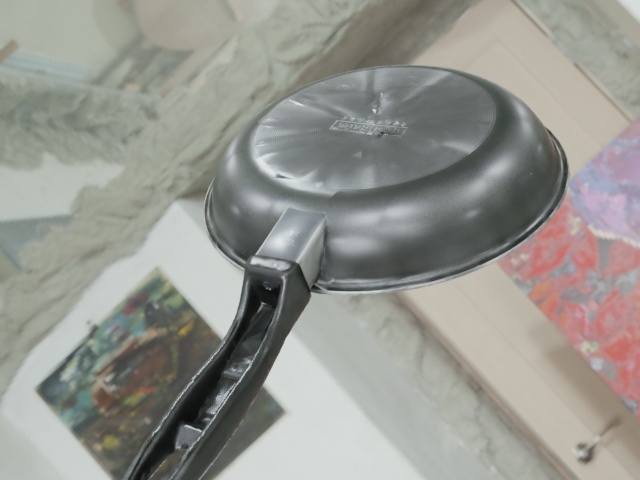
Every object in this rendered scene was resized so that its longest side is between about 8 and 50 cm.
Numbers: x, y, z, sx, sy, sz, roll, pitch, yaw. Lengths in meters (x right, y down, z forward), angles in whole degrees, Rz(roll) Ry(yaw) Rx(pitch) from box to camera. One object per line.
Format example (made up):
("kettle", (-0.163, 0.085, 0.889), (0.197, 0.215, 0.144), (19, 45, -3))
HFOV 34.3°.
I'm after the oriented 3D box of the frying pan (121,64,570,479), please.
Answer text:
("frying pan", (-0.017, -0.011, 0.523), (0.326, 0.197, 0.053), (-31, -51, -28))
